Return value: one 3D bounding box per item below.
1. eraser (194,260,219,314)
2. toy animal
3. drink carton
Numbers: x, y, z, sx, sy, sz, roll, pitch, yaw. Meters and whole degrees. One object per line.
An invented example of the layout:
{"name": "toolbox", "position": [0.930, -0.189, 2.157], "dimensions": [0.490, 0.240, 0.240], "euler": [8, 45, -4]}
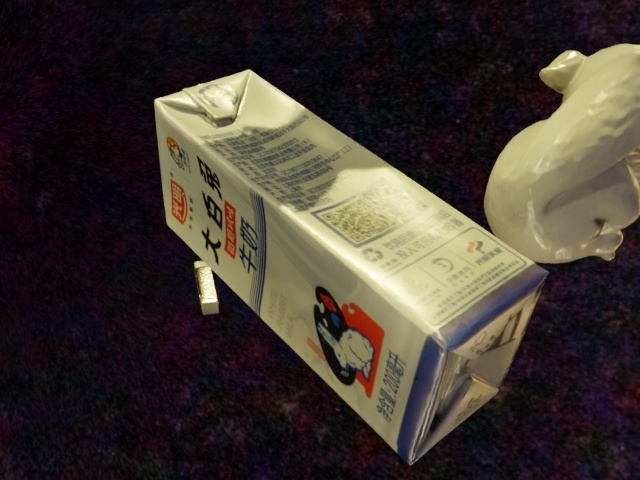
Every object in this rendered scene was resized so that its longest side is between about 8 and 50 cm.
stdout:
{"name": "eraser", "position": [-0.167, 0.068, 0.987], "dimensions": [0.027, 0.099, 0.019], "euler": [-6, 132, -15]}
{"name": "toy animal", "position": [0.306, -0.091, 0.822], "dimensions": [0.206, 0.271, 0.265], "euler": [40, 78, 4]}
{"name": "drink carton", "position": [0.000, 0.000, 0.509], "dimensions": [0.107, 0.315, 0.130], "euler": [-26, 140, -32]}
